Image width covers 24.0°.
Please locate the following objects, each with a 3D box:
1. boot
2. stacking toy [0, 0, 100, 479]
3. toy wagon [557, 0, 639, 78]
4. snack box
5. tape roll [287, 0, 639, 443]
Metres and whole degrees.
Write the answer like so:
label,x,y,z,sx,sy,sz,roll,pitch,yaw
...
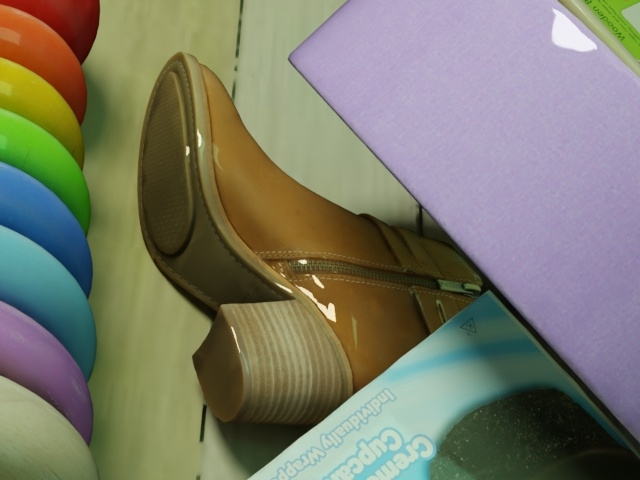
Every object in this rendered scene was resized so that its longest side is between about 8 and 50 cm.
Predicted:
label,x,y,z,sx,sy,sz,roll,pitch,yaw
boot,0.000,0.000,0.723,0.152,0.073,0.197,-1,63,-32
stacking toy,-0.150,-0.023,0.621,0.141,0.141,0.330,15,46,-18
toy wagon,0.170,-0.135,0.914,0.344,0.068,0.267,-27,71,-37
snack box,0.007,0.181,0.539,0.322,0.060,0.187,-36,77,-26
tape roll,0.109,-0.008,0.658,0.275,0.090,0.275,47,5,-5
